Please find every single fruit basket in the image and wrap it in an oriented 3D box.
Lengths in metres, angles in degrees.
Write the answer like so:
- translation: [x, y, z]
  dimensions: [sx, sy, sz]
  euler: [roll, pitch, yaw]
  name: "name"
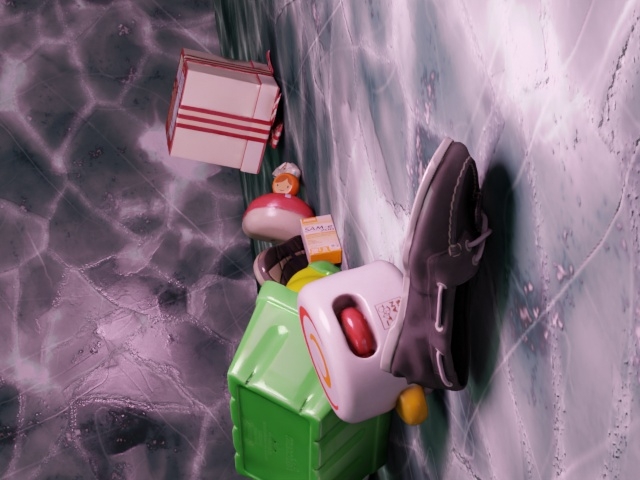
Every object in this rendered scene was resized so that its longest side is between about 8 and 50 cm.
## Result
- translation: [0.005, 0.204, 1.708]
  dimensions: [0.392, 0.282, 0.392]
  euler: [-51, -25, -35]
  name: "fruit basket"

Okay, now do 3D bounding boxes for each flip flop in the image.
- translation: [-0.058, 0.060, 1.943]
  dimensions: [0.112, 0.080, 0.277]
  euler: [55, -157, 9]
  name: "flip flop"

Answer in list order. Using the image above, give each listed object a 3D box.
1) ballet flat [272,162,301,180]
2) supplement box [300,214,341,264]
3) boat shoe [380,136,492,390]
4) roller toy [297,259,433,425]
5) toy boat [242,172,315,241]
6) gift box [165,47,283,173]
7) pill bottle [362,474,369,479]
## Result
- translation: [-0.070, -0.152, 2.359]
  dimensions: [0.168, 0.057, 0.052]
  euler: [-142, 72, -73]
  name: "ballet flat"
- translation: [0.000, 0.000, 1.946]
  dimensions: [0.036, 0.062, 0.098]
  euler: [89, 168, -45]
  name: "supplement box"
- translation: [0.135, 0.035, 1.062]
  dimensions: [0.335, 0.095, 0.112]
  euler: [96, -160, -46]
  name: "boat shoe"
- translation: [0.066, 0.129, 1.348]
  dimensions: [0.209, 0.146, 0.191]
  euler: [-128, 22, -63]
  name: "roller toy"
- translation: [-0.084, -0.073, 2.236]
  dimensions: [0.231, 0.151, 0.151]
  euler: [152, 130, -81]
  name: "toy boat"
- translation: [-0.222, -0.330, 2.509]
  dimensions: [0.255, 0.258, 0.276]
  euler: [-109, 33, -59]
  name: "gift box"
- translation: [-0.014, 0.484, 2.022]
  dimensions: [0.361, 0.204, 0.204]
  euler: [96, 163, -57]
  name: "pill bottle"
